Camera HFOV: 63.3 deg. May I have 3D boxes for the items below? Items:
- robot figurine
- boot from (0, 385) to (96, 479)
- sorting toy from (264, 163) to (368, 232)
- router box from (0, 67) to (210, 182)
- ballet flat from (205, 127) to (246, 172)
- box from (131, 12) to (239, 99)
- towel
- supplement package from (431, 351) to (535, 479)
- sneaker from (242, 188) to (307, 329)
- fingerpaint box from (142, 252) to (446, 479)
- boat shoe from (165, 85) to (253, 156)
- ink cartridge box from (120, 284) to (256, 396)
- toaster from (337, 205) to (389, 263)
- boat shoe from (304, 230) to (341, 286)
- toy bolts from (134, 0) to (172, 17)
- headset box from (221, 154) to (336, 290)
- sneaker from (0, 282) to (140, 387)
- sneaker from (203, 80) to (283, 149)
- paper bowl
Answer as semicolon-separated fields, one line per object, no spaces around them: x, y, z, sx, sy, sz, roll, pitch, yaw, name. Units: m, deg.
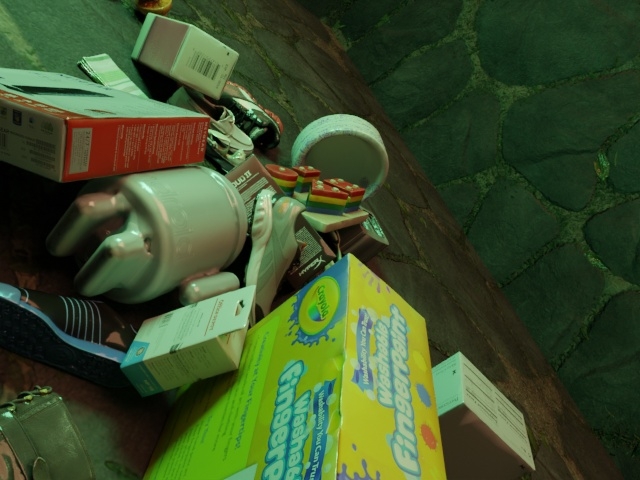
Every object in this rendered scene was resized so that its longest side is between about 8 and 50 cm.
-0.253;-0.019;0.849;0.300;0.200;0.353;55;26;5;robot figurine
-0.367;0.202;0.522;0.263;0.091;0.229;56;20;4;boot
-0.026;-0.124;1.343;0.257;0.089;0.255;26;20;23;sorting toy
-0.396;-0.189;0.792;0.335;0.082;0.301;19;19;17;router box
-0.235;-0.215;1.298;0.203;0.074;0.074;41;27;-18;ballet flat
-0.338;-0.456;1.283;0.148;0.127;0.232;18;11;-47;box
-0.461;-0.360;1.182;0.152;0.023;0.113;45;27;-11;towel
0.238;0.388;1.022;0.204;0.262;0.145;44;25;-11;supplement package
-0.084;0.047;0.941;0.108;0.272;0.100;8;2;-7;sneaker
-0.052;0.282;0.572;0.163;0.371;0.445;41;26;-19;fingerpaint box
-0.268;-0.309;1.349;0.267;0.088;0.096;29;32;-37;boat shoe
-0.162;0.134;0.701;0.104;0.180;0.060;-86;155;-62;ink cartridge box
0.097;-0.026;1.521;0.168;0.110;0.186;23;36;-51;toaster
0.000;0.000;1.332;0.113;0.103;0.302;16;39;-31;boat shoe
-0.540;-0.733;1.492;0.218;0.158;0.228;-4;59;-11;toy bolts
-0.109;-0.036;1.104;0.293;0.110;0.218;51;-9;1;headset box
-0.338;0.110;0.689;0.232;0.081;0.090;42;23;-32;sneaker
-0.214;-0.353;1.486;0.276;0.097;0.135;33;28;-35;sneaker
0.053;-0.244;1.554;0.284;0.284;0.148;34;29;-30;paper bowl
